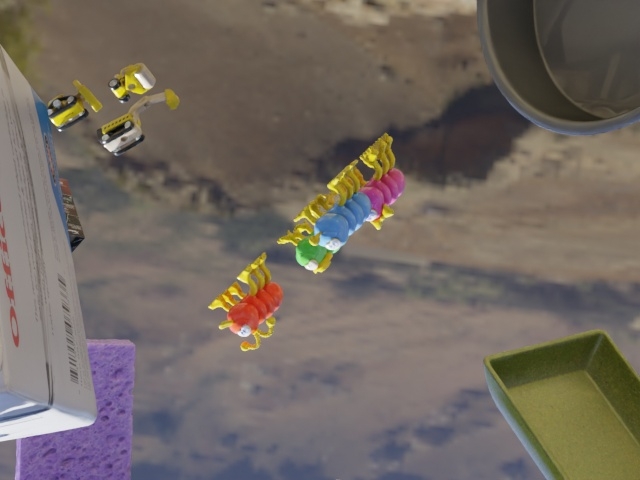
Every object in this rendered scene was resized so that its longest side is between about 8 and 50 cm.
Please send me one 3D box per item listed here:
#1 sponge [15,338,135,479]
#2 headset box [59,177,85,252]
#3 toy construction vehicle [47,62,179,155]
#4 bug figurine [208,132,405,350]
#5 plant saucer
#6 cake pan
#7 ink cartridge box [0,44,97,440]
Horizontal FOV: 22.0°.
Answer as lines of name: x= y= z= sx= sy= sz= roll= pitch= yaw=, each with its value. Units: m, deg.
sponge: x=-0.251 y=0.205 z=1.678 sx=0.117 sy=0.210 sz=0.031 roll=1 pitch=-176 yaw=-21
headset box: x=-0.268 y=-0.019 z=1.605 sx=0.032 sy=0.083 sz=0.062 roll=14 pitch=132 yaw=-41
toy construction vehicle: x=-0.185 y=-0.122 z=1.466 sx=0.098 sy=0.035 sz=0.086 roll=-30 pitch=139 yaw=10
bug figurine: x=0.000 y=0.000 z=1.770 sx=0.072 sy=0.216 sz=0.279 roll=45 pitch=136 yaw=1
plant saucer: x=0.260 y=0.185 z=1.609 sx=0.188 sy=0.188 sz=0.045 roll=-9 pitch=145 yaw=-41
cake pan: x=0.240 y=-0.219 z=1.269 sx=0.054 sy=0.293 sz=0.293 roll=13 pitch=172 yaw=-38
ink cartridge box: x=-0.288 y=-0.001 z=1.205 sx=0.166 sy=0.285 sz=0.395 roll=-10 pitch=171 yaw=-2
